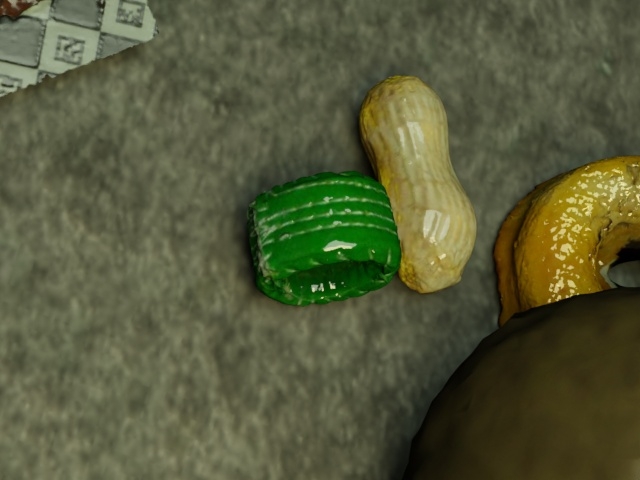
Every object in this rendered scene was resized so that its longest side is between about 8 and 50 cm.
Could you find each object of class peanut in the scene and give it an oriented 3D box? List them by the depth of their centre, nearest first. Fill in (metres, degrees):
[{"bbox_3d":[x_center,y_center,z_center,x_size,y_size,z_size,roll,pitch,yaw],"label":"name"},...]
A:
[{"bbox_3d":[0.088,-0.053,1.554,0.087,0.087,0.207,-5,72,-20],"label":"peanut"}]

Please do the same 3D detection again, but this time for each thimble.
[{"bbox_3d":[0.000,0.000,1.490,0.130,0.118,0.090,0,66,-22],"label":"thimble"}]

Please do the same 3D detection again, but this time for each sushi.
[{"bbox_3d":[-0.291,-0.231,1.521,0.231,0.047,0.220,-24,84,-19],"label":"sushi"}]

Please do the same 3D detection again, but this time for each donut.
[{"bbox_3d":[0.284,0.035,1.578,0.253,0.118,0.253,1,72,-2],"label":"donut"}]

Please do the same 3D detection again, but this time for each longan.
[{"bbox_3d":[0.256,0.227,1.358,0.391,0.391,0.391,6,69,-16],"label":"longan"}]
